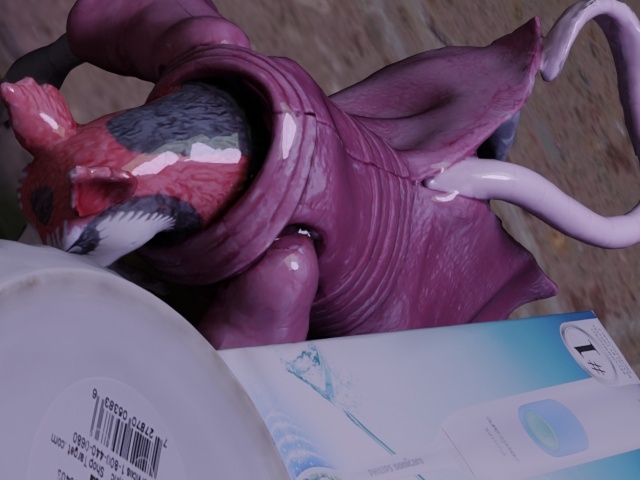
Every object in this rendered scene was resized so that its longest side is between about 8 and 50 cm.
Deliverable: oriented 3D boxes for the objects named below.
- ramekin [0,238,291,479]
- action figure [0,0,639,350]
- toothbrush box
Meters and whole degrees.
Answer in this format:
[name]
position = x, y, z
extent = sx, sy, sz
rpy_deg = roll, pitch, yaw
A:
[ramekin]
position = -0.083, 0.097, 0.369
extent = 0.207, 0.109, 0.207
rpy_deg = 38, 44, -49
[action figure]
position = 0.000, 0.000, 0.718
extent = 0.370, 0.276, 0.248
rpy_deg = 21, 53, -68
[toothbrush box]
position = 0.053, 0.149, 0.604
extent = 0.295, 0.126, 0.216
rpy_deg = 0, 54, -57
